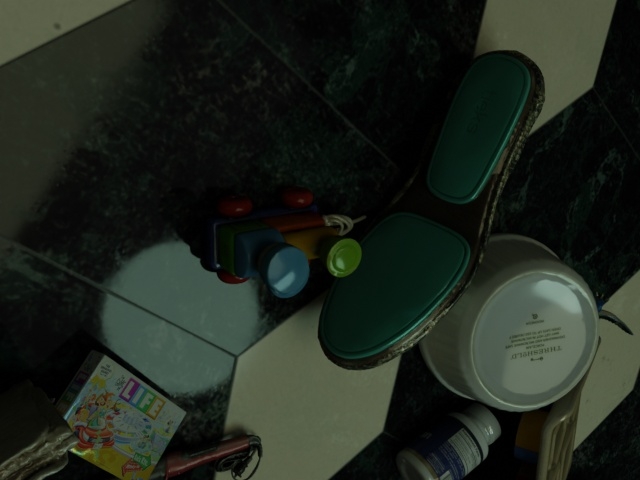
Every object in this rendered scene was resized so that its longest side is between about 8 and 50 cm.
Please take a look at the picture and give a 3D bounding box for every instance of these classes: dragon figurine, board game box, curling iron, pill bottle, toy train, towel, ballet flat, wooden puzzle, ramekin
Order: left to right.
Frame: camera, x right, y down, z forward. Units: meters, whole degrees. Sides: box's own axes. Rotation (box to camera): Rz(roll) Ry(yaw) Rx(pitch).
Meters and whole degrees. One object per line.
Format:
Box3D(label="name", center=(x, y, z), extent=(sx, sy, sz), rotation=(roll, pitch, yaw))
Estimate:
Box3D(label="towel", center=(-0.366, 0.234, 0.660), extent=(0.282, 0.187, 0.049), rotation=(-30, 109, -24))
Box3D(label="board game box", center=(-0.232, 0.207, 0.826), extent=(0.154, 0.026, 0.103), rotation=(51, 59, -43))
Box3D(label="curling iron", center=(-0.190, 0.297, 0.911), extent=(0.274, 0.035, 0.068), rotation=(-4, 109, -36))
Box3D(label="toy train", center=(0.000, 0.000, 0.872), extent=(0.248, 0.143, 0.105), rotation=(-10, 113, -33))
Box3D(label="ballet flat", center=(0.171, -0.026, 1.001), extent=(0.482, 0.164, 0.182), rotation=(-60, 155, -4))
Box3D(label="pill bottle", center=(0.214, 0.343, 1.191), extent=(0.169, 0.094, 0.094), rotation=(-30, 122, -25))
Box3D(label="ramekin", center=(0.292, 0.130, 1.094), extent=(0.273, 0.127, 0.272), rotation=(-3, 101, -15))
Box3D(label="wooden puzzle", center=(0.406, 0.369, 1.298), extent=(0.322, 0.081, 0.347), rotation=(-31, 131, -55))
Box3D(label="dragon figurine", center=(0.431, 0.140, 1.279), extent=(0.289, 0.085, 0.144), rotation=(32, 88, -35))
